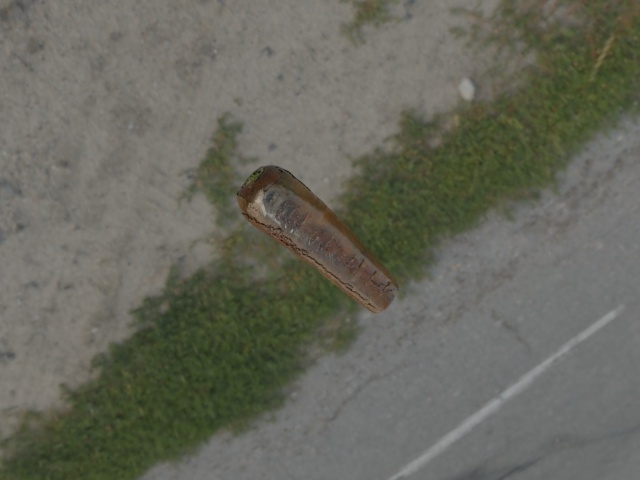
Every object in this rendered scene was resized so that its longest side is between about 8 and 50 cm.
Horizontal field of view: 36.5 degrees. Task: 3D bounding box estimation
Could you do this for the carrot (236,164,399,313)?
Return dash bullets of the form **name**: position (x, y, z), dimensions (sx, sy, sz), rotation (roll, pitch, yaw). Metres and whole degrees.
- **carrot**: position (0.000, 0.000, 0.821), dimensions (0.161, 0.055, 0.055), rotation (40, 112, -8)
